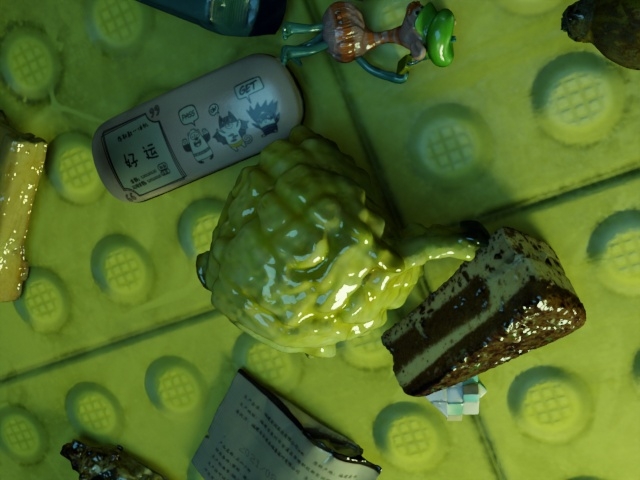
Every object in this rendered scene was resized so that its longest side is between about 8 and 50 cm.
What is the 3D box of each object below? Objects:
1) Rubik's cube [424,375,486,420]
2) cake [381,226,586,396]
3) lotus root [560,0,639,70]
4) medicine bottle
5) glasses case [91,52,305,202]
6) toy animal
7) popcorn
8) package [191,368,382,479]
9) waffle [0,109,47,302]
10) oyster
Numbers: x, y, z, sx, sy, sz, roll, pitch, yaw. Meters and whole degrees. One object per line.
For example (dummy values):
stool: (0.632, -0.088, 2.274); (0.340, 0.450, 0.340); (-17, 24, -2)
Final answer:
Rubik's cube: (0.178, 0.192, 1.088); (0.073, 0.075, 0.084); (47, 113, 4)
cake: (0.205, 0.102, 1.036); (0.246, 0.135, 0.112); (-48, 47, 36)
lotus root: (0.358, -0.232, 0.880); (0.209, 0.120, 0.120); (-3, 104, 17)
medicine bottle: (-0.174, -0.321, 1.051); (0.258, 0.124, 0.079); (25, 120, 23)
glasses case: (-0.165, -0.142, 1.107); (0.314, 0.075, 0.122); (-19, 96, 23)
toy animal: (0.057, -0.230, 1.005); (0.208, 0.100, 0.103); (-1, 127, 10)
popcorn: (-0.005, 0.007, 1.004); (0.293, 0.293, 0.237); (32, 115, 8)
package: (-0.061, 0.331, 1.220); (0.251, 0.062, 0.204); (33, 112, 12)
waffle: (-0.582, -0.088, 1.267); (0.348, 0.077, 0.304); (26, 113, 10)
oyster: (-0.266, 0.419, 1.313); (0.345, 0.078, 0.129); (33, 121, 4)
